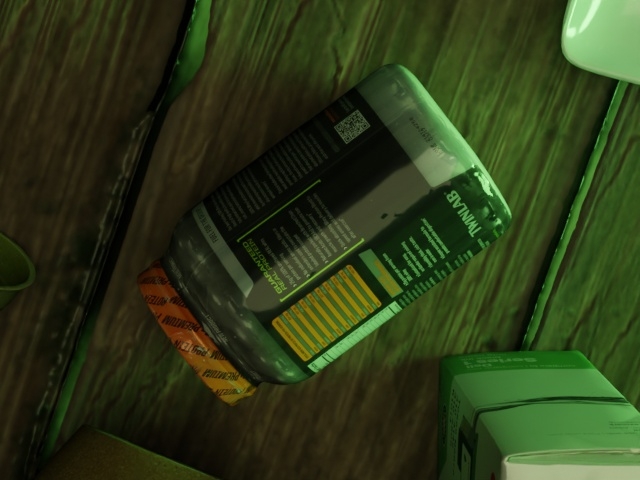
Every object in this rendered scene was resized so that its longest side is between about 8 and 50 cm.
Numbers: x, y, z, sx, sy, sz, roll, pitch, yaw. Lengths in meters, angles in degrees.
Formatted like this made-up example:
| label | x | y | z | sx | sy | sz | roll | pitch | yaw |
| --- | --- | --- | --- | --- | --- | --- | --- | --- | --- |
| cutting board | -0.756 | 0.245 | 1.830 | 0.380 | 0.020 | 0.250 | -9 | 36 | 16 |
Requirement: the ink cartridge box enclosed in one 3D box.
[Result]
| label | x | y | z | sx | sy | sz | roll | pitch | yaw |
| --- | --- | --- | --- | --- | --- | --- | --- | --- | --- |
| ink cartridge box | 0.121 | 0.160 | 0.981 | 0.092 | 0.219 | 0.160 | 0 | 98 | -4 |

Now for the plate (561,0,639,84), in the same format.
| label | x | y | z | sx | sy | sz | roll | pitch | yaw |
| --- | --- | --- | --- | --- | --- | --- | --- | --- | --- |
| plate | 0.300 | -0.199 | 1.010 | 0.278 | 0.045 | 0.277 | 15 | 99 | 3 |

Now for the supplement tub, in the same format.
| label | x | y | z | sx | sy | sz | roll | pitch | yaw |
| --- | --- | --- | --- | --- | --- | --- | --- | --- | --- |
| supplement tub | 0.000 | 0.000 | 1.002 | 0.190 | 0.117 | 0.117 | -36 | 99 | 2 |

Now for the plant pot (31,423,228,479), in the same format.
| label | x | y | z | sx | sy | sz | roll | pitch | yaw |
| --- | --- | --- | --- | --- | --- | --- | --- | --- | --- |
| plant pot | -0.124 | 0.240 | 0.991 | 0.237 | 0.237 | 0.254 | 23 | 83 | -7 |

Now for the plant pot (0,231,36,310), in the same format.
| label | x | y | z | sx | sy | sz | roll | pitch | yaw |
| --- | --- | --- | --- | --- | --- | --- | --- | --- | --- |
| plant pot | -0.215 | 0.034 | 1.019 | 0.083 | 0.083 | 0.079 | 29 | 109 | -7 |
